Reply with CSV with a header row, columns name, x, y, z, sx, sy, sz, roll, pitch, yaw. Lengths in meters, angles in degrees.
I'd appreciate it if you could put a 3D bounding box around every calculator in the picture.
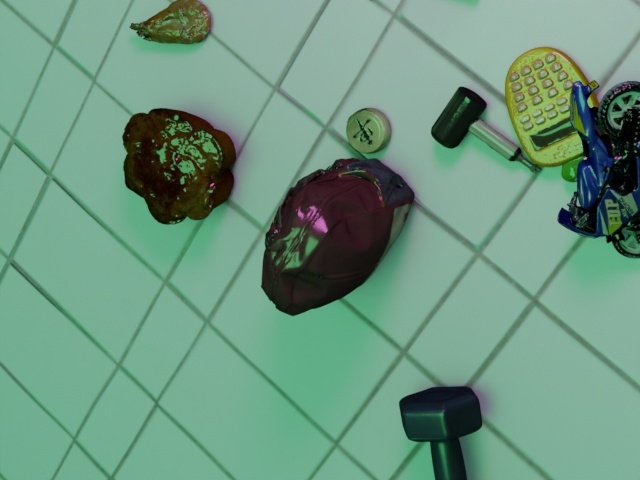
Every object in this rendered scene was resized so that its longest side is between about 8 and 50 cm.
name,x,y,z,sx,sy,sz,roll,pitch,yaw
calculator,0.389,-0.206,1.714,0.146,0.032,0.235,-25,87,31

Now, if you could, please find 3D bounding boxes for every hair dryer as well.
name,x,y,z,sx,sy,sz,roll,pitch,yaw
hair dryer,0.290,-0.169,1.771,0.197,0.057,0.100,37,118,11

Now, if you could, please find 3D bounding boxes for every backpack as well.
name,x,y,z,sx,sy,sz,roll,pitch,yaw
backpack,0.000,0.000,1.812,0.197,0.317,0.283,34,116,18

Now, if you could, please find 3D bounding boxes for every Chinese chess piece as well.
name,x,y,z,sx,sy,sz,roll,pitch,yaw
Chinese chess piece,0.087,-0.199,1.883,0.084,0.034,0.084,7,105,28

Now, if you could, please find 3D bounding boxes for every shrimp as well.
name,x,y,z,sx,sy,sz,roll,pitch,yaw
shrimp,-0.295,-0.426,2.049,0.184,0.043,0.091,-5,91,24

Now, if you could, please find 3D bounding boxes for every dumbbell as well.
name,x,y,z,sx,sy,sz,roll,pitch,yaw
dumbbell,0.236,0.427,1.872,0.143,0.156,0.316,-1,101,60

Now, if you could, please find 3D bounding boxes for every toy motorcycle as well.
name,x,y,z,sx,sy,sz,roll,pitch,yaw
toy motorcycle,0.452,-0.104,1.627,0.168,0.113,0.315,-9,116,6

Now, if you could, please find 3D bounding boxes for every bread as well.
name,x,y,z,sx,sy,sz,roll,pitch,yaw
bread,-0.285,-0.147,2.044,0.246,0.135,0.232,25,112,22
